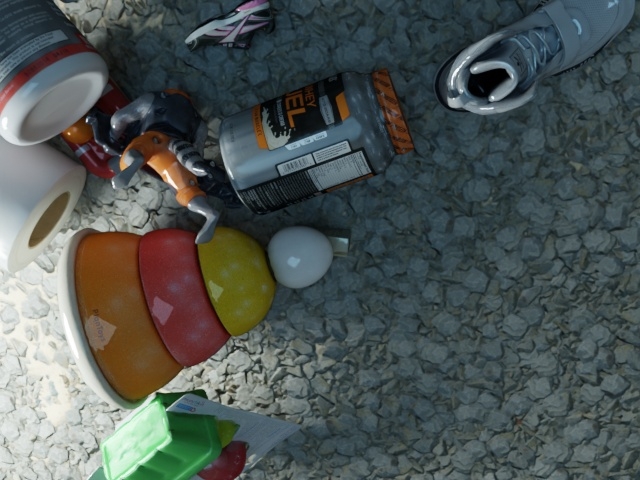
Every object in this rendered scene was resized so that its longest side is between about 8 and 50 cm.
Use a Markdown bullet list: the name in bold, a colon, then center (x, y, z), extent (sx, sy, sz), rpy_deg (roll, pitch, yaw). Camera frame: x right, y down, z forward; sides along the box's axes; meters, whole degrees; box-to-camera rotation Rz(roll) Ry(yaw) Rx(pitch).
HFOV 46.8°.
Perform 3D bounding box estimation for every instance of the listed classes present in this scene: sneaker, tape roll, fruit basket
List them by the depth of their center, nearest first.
- **sneaker**: center (0.361, -0.313, 1.226), extent (0.366, 0.210, 0.137), rpy_deg (-26, 102, 14)
- **sneaker**: center (-0.163, -0.378, 1.352), extent (0.178, 0.072, 0.077), rpy_deg (-20, 114, 18)
- **tape roll**: center (-0.585, -0.083, 1.403), extent (0.169, 0.246, 0.246), rpy_deg (32, 108, -2)
- **fruit basket**: center (-0.259, 0.432, 1.529), extent (0.327, 0.353, 0.165), rpy_deg (-41, 55, 18)

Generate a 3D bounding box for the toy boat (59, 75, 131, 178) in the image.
- **toy boat**: center (-0.437, -0.222, 1.389), extent (0.151, 0.151, 0.231), rpy_deg (-35, 100, 16)

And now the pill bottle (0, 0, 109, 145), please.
- **pill bottle**: center (-0.542, -0.354, 1.221), extent (0.210, 0.210, 0.363), rpy_deg (-41, 88, 17)

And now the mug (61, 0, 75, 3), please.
- **mug**: center (-0.358, -0.582, 1.200), extent (0.374, 0.276, 0.328), rpy_deg (-8, 115, 16)

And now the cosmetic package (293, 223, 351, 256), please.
- **cosmetic package**: center (0.000, 0.000, 1.449), extent (0.115, 0.060, 0.041), rpy_deg (7, 109, 7)

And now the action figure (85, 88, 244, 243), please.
- **action figure**: center (-0.232, -0.151, 1.321), extent (0.341, 0.330, 0.178), rpy_deg (24, 123, -32)

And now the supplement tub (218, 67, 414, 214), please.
- **supplement tub**: center (-0.005, -0.180, 1.322), extent (0.316, 0.193, 0.193), rpy_deg (-19, 104, 10)

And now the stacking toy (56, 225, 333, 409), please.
- **stacking toy**: center (-0.204, 0.093, 1.378), extent (0.480, 0.350, 0.350), rpy_deg (-16, 104, 4)
